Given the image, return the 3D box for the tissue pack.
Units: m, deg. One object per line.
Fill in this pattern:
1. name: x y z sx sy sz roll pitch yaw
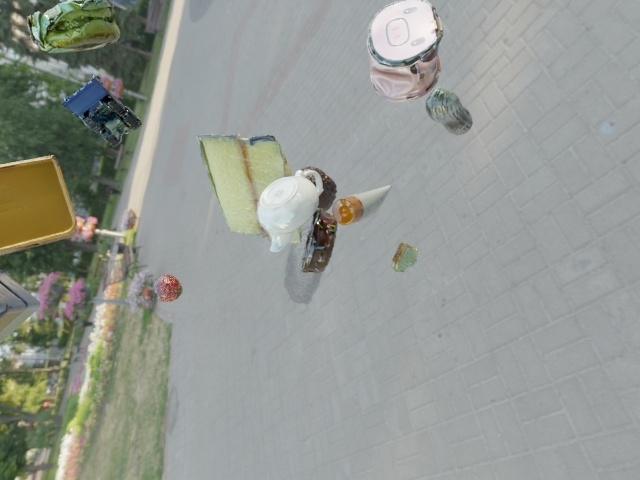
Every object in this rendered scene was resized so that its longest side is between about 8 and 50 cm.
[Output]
1. tissue pack: -0.588 -0.053 0.789 0.274 0.194 0.145 -2 104 60

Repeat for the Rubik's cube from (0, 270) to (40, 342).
1. Rubik's cube: -0.780 0.126 0.685 0.344 0.347 0.346 -51 12 -19

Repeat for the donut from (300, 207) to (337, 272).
1. donut: -0.001 0.000 1.421 0.230 0.095 0.216 -84 11 -70

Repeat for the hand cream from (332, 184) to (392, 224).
1. hand cream: 0.148 -0.117 1.406 0.089 0.314 0.140 40 122 16

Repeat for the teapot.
1. teapot: -0.091 -0.112 1.276 0.204 0.139 0.298 17 62 45

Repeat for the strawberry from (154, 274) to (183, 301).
1. strawberry: -0.541 0.170 1.469 0.106 0.106 0.106 -30 54 53

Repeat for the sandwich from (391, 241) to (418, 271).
1. sandwich: 0.292 0.064 1.418 0.035 0.093 0.105 32 95 52

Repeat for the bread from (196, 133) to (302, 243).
1. bread: -0.269 -0.195 1.583 0.242 0.345 0.405 62 -158 -71

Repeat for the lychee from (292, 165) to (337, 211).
1. lychee: -0.049 -0.217 1.885 0.271 0.235 0.236 -23 59 43

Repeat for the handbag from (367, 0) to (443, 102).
1. handbag: 0.194 -0.438 0.953 0.179 0.116 0.205 -11 64 14

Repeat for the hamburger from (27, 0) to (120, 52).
1. hamburger: -0.618 -0.563 1.065 0.214 0.235 0.125 -71 -31 -53

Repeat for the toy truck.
1. toy truck: -0.612 -0.371 1.144 0.113 0.208 0.126 -40 70 -3

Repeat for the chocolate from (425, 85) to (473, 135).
1. chocolate: 0.436 -0.429 1.385 0.110 0.248 0.110 -17 66 42
